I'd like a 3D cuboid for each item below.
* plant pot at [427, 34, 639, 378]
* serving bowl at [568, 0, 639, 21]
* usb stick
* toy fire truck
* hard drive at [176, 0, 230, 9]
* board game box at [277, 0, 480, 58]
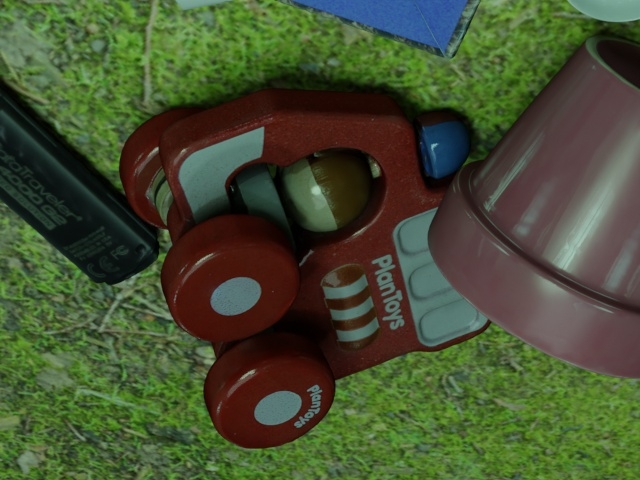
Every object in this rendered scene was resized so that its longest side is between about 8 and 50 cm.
[{"bbox_3d":[0.199,-0.034,1.082,0.201,0.201,0.180,20,116,-12],"label":"plant pot"},{"bbox_3d":[0.199,-0.186,1.033,0.083,0.027,0.083,5,138,4],"label":"serving bowl"},{"bbox_3d":[-0.236,-0.063,1.229,0.077,0.045,0.278,-27,127,24],"label":"usb stick"},{"bbox_3d":[0.000,0.000,1.195,0.254,0.169,0.302,-21,134,-6],"label":"toy fire truck"},{"bbox_3d":[0.037,-0.271,0.956,0.353,0.047,0.233,-8,134,18],"label":"hard drive"},{"bbox_3d":[-0.008,-0.258,0.733,0.232,0.291,0.141,18,136,-6],"label":"board game box"}]
